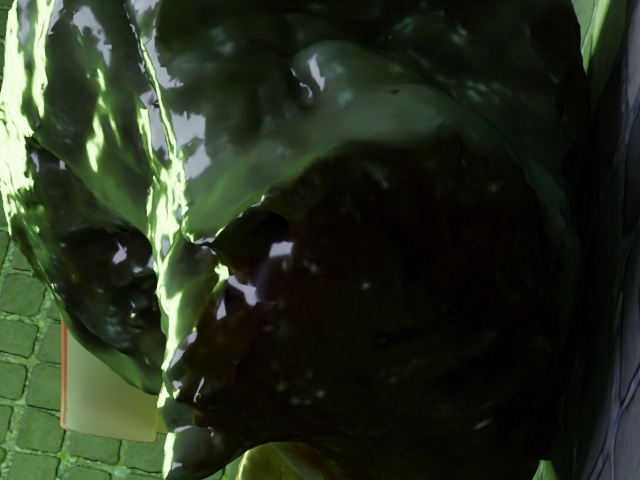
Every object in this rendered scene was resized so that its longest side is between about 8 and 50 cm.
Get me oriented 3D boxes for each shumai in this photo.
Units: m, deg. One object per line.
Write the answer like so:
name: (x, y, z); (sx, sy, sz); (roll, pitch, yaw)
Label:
shumai: (0.000, 0.000, 1.019); (0.323, 0.324, 0.397); (-106, 16, -52)

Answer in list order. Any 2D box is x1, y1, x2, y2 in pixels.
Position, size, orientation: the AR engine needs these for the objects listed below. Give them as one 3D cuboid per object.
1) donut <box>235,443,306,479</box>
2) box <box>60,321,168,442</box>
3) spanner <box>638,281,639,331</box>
donut: (-0.007, 0.329, 1.293); (0.435, 0.163, 0.377); (-84, 3, -62)
box: (-0.020, -0.032, 1.458); (0.312, 0.300, 0.314); (102, 178, -60)
spanner: (0.151, -0.083, 0.798); (0.054, 0.015, 0.254); (110, 170, -71)
